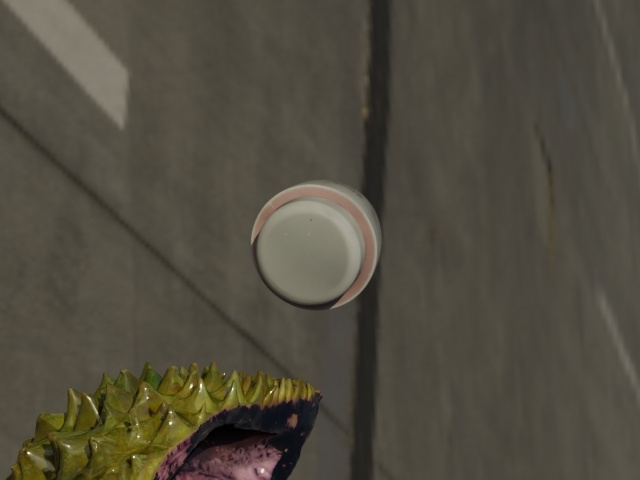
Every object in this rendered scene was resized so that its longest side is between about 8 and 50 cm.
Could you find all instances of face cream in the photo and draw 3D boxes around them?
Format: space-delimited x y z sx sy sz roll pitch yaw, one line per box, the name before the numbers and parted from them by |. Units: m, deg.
face cream | 0.000 0.000 1.083 0.095 0.091 0.091 -47 130 -71

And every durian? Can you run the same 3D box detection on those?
durian | -0.091 0.112 0.573 0.119 0.108 0.186 49 57 -52
